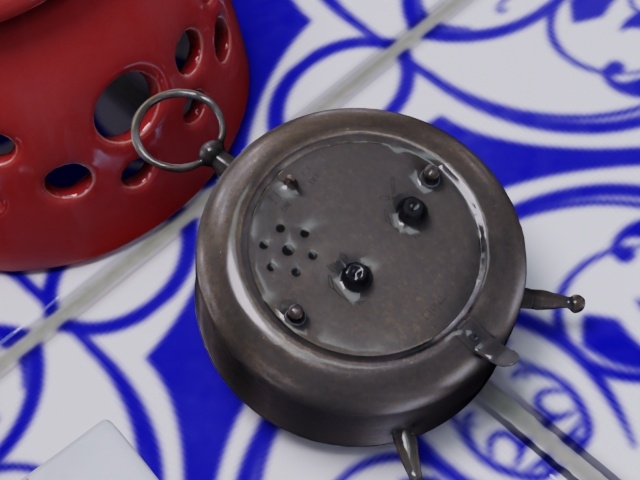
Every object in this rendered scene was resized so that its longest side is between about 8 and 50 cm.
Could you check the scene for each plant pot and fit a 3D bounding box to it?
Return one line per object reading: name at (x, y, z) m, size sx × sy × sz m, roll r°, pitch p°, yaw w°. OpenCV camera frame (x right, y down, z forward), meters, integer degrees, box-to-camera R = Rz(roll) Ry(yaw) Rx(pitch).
plant pot at (-0.137, -0.109, 0.738) m, size 0.191 × 0.174 × 0.191 m, roll -4°, pitch 55°, yaw 6°

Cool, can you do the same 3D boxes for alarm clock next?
alarm clock at (0.000, 0.000, 0.672) m, size 0.192 × 0.064 × 0.129 m, roll 37°, pitch 69°, yaw 15°

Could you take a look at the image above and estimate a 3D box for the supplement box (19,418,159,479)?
supplement box at (-0.042, 0.183, 0.543) m, size 0.111 × 0.114 × 0.220 m, roll -35°, pitch 57°, yaw -13°
